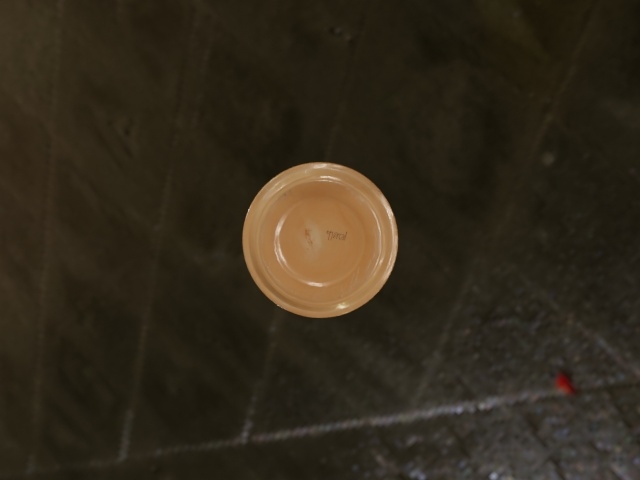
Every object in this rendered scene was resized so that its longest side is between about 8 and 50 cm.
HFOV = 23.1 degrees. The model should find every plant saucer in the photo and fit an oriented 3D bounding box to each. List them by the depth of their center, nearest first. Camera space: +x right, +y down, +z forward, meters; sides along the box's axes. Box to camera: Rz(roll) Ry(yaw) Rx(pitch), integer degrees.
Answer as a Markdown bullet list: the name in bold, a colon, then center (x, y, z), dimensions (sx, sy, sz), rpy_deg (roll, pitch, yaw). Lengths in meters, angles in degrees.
- **plant saucer**: center (0.000, 0.000, 0.834), dimensions (0.083, 0.083, 0.013), rpy_deg (56, -179, -4)
